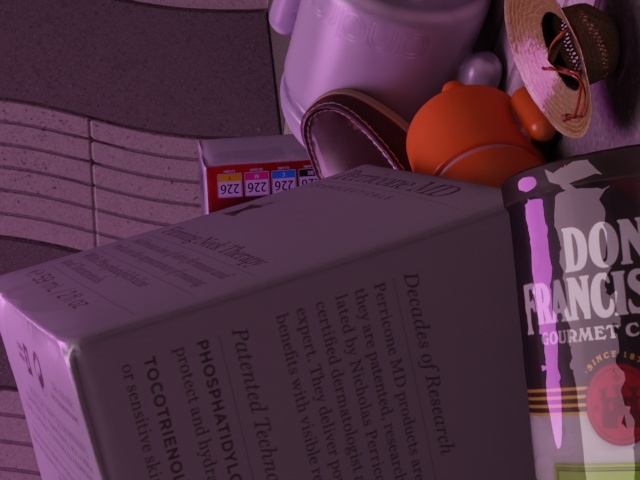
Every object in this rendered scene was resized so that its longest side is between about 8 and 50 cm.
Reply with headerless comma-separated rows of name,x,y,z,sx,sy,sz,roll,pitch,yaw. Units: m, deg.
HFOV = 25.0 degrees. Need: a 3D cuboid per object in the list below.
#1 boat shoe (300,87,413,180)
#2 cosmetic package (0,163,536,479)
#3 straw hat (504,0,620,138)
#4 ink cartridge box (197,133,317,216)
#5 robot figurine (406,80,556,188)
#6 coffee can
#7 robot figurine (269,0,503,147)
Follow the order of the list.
boat shoe,0.081,-0.005,1.494,0.342,0.123,0.123,59,-151,2
cosmetic package,-0.030,0.149,1.243,0.329,0.394,0.327,17,122,65
straw hat,0.210,-0.159,1.179,0.144,0.061,0.144,159,90,-79
ink cartridge box,0.000,0.000,1.935,0.130,0.309,0.271,-112,19,-68
robot figurine,0.155,-0.064,1.401,0.219,0.158,0.128,-103,-5,-52
coffee can,0.210,0.094,0.762,0.201,0.202,0.275,136,129,-81
robot figurine,0.067,-0.217,1.604,0.300,0.200,0.353,39,138,23
